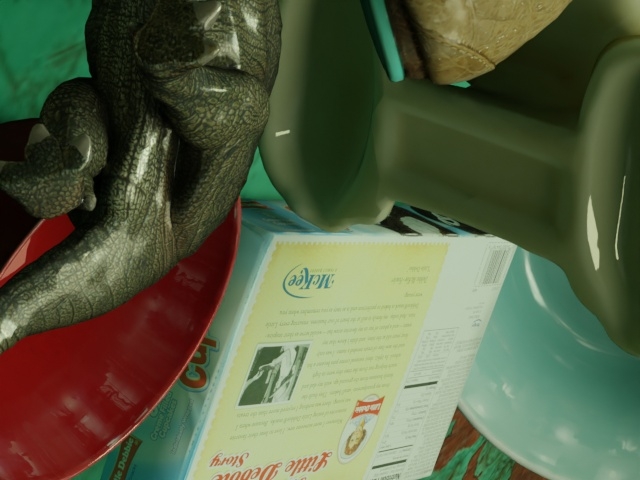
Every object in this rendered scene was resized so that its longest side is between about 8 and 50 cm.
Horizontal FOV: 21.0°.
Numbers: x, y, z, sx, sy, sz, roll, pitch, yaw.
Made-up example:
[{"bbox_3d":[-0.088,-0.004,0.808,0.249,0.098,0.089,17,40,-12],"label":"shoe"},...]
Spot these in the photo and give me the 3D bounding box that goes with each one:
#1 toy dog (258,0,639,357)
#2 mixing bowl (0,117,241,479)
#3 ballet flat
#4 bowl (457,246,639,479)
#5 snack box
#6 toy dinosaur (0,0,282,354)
[{"bbox_3d":[0.184,-0.191,0.948,0.408,0.284,0.395,-34,126,-44],"label":"toy dog"},{"bbox_3d":[-0.130,0.013,0.783,0.181,0.098,0.181,-41,150,-30],"label":"mixing bowl"},{"bbox_3d":[0.033,-0.221,0.673,0.124,0.116,0.342,-21,117,2],"label":"ballet flat"},{"bbox_3d":[0.232,0.016,1.263,0.311,0.311,0.163,-66,173,15],"label":"bowl"},{"bbox_3d":[0.005,0.071,1.072,0.322,0.060,0.187,1,112,-59],"label":"snack box"},{"bbox_3d":[-0.056,-0.062,0.634,0.160,0.121,0.314,57,34,-73],"label":"toy dinosaur"}]
